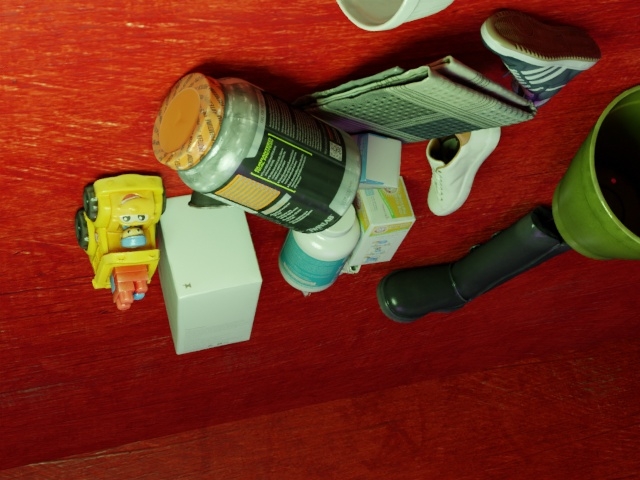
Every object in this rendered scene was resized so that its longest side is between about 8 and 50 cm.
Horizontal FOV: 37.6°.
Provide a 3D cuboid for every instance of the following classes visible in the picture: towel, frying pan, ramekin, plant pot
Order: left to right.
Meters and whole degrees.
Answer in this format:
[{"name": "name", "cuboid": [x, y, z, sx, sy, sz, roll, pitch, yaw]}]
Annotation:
[{"name": "frying pan", "cuboid": [-0.091, -0.107, 1.768, 0.326, 0.053, 0.197, -13, -166, -19]}, {"name": "ramekin", "cuboid": [0.100, -0.371, 1.170, 0.109, 0.207, 0.207, -15, 160, -28]}, {"name": "towel", "cuboid": [0.160, -0.236, 1.627, 0.312, 0.056, 0.324, -6, 170, 42]}, {"name": "plant pot", "cuboid": [0.683, -0.107, 2.047, 0.366, 0.367, 0.353, -11, 169, -12]}]

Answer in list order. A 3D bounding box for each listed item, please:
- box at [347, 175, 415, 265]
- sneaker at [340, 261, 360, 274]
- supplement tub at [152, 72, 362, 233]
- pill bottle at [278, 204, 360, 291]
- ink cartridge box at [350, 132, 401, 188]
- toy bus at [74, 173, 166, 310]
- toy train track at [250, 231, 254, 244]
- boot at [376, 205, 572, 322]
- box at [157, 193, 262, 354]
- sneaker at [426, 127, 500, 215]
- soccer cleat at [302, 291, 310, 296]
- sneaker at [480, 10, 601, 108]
[{"name": "box", "cuboid": [0.119, -0.041, 2.062, 0.103, 0.114, 0.203, -8, 156, -17]}, {"name": "sneaker", "cuboid": [0.064, 0.059, 2.337, 0.053, 0.061, 0.152, -7, 158, -25]}, {"name": "supplement tub", "cuboid": [-0.101, -0.142, 1.533, 0.316, 0.194, 0.193, 23, 138, -39]}, {"name": "pill bottle", "cuboid": [0.000, 0.000, 2.037, 0.146, 0.146, 0.264, -9, 157, -17]}, {"name": "ink cartridge box", "cuboid": [0.068, -0.145, 1.769, 0.092, 0.090, 0.143, 8, 175, -43]}, {"name": "toy bus", "cuboid": [-0.359, 0.010, 1.737, 0.149, 0.212, 0.220, -3, 153, -25]}, {"name": "toy train track", "cuboid": [-0.168, 0.001, 2.102, 0.048, 0.014, 0.083, -21, 158, 13]}, {"name": "boot", "cuboid": [0.410, 0.063, 2.454, 0.367, 0.146, 0.445, -6, 162, -47]}, {"name": "box", "cuboid": [-0.238, 0.071, 1.955, 0.168, 0.215, 0.345, -11, 158, -13]}, {"name": "sneaker", "cuboid": [0.253, -0.157, 1.917, 0.123, 0.106, 0.290, -3, 144, -20]}, {"name": "soccer cleat", "cuboid": [-0.043, 0.123, 2.458, 0.035, 0.029, 0.083, -3, 153, -7]}, {"name": "sneaker", "cuboid": [0.346, -0.302, 1.624, 0.282, 0.099, 0.153, -1, 152, -39]}]
